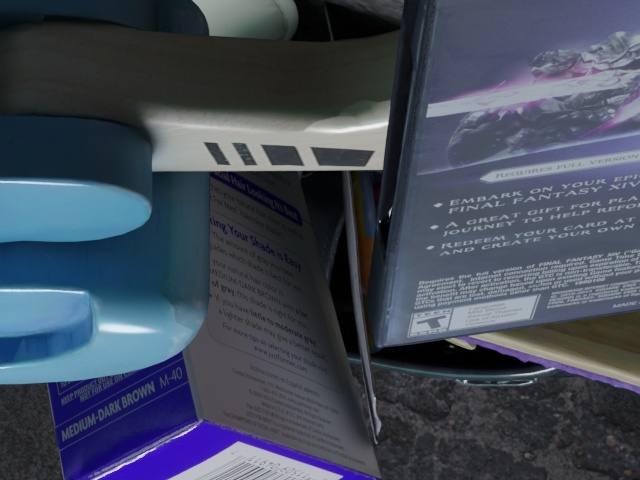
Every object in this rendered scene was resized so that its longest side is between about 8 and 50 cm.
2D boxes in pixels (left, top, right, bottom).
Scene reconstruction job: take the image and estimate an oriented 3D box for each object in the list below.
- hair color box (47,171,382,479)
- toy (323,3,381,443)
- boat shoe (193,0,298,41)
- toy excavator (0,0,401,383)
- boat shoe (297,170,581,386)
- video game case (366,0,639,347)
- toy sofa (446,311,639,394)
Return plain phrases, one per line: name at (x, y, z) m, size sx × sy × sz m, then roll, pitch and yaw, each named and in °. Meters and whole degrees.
hair color box at (-0.090, 0.001, 1.068) m, size 0.110 × 0.338 × 0.185 m, roll -28°, pitch 148°, yaw 24°
toy at (0.039, -0.010, 1.030) m, size 0.056 × 0.237 × 0.137 m, roll -10°, pitch 163°, yaw 0°
boat shoe at (-0.108, -0.156, 0.921) m, size 0.099 × 0.116 × 0.319 m, roll 64°, pitch -163°, yaw 17°
toy excavator at (-0.083, -0.049, 0.690) m, size 0.445 × 0.222 × 0.433 m, roll 0°, pitch 163°, yaw -9°
boat shoe at (0.000, 0.000, 1.313) m, size 0.500 × 0.186 × 0.156 m, roll 14°, pitch -166°, yaw 13°
video game case at (0.117, -0.039, 0.515) m, size 0.196 × 0.026 × 0.274 m, roll -8°, pitch 155°, yaw -5°
toy sofa at (0.209, 0.024, 1.038) m, size 0.177 × 0.150 × 0.363 m, roll 27°, pitch 172°, yaw -38°
